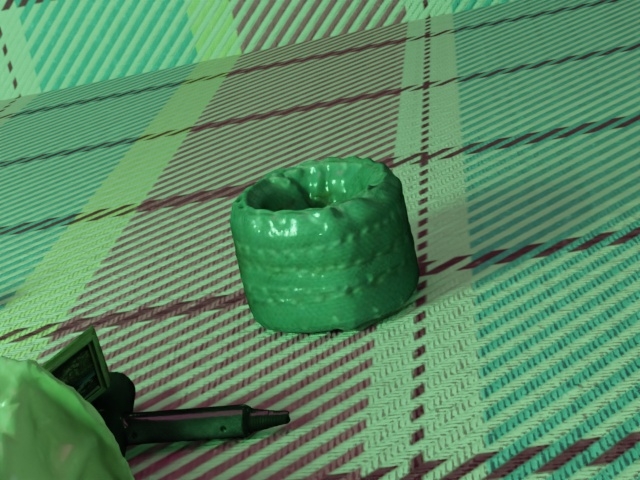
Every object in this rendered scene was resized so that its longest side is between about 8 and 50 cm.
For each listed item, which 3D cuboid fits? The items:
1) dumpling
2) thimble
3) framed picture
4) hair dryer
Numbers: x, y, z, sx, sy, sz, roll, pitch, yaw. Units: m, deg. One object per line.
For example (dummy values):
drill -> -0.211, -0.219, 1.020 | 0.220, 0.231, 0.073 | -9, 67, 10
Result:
dumpling -> -0.276, 0.189, 0.971 | 0.252, 0.179, 0.131 | -17, 19, -13
thimble -> 0.000, 0.000, 1.386 | 0.198, 0.143, 0.235 | -17, 18, -15
framed picture -> -0.259, 0.159, 1.092 | 0.183, 0.142, 0.011 | -40, 72, -19
hair dryer -> -0.127, 0.163, 1.165 | 0.195, 0.050, 0.173 | -9, 20, -2
